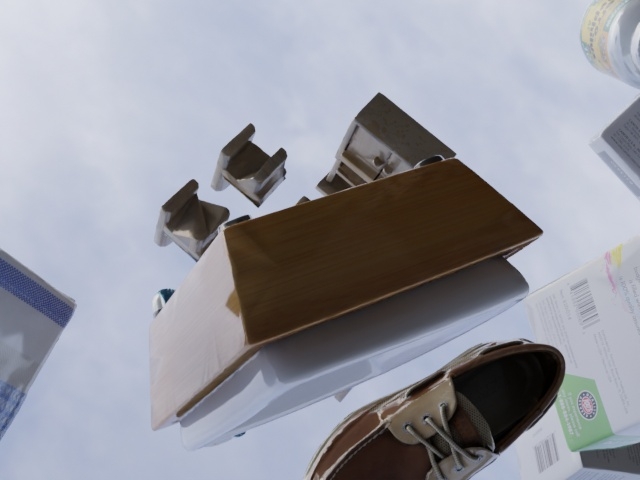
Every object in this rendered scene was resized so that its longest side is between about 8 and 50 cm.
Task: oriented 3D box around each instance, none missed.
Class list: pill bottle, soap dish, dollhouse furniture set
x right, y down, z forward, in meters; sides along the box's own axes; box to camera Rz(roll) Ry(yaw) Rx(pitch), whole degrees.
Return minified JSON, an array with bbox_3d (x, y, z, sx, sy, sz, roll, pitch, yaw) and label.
[{"bbox_3d":[0.390,-0.241,1.357,0.117,0.118,0.208,34,-168,-11],"label":"pill bottle"},{"bbox_3d":[-0.002,0.052,0.844,0.228,0.291,0.118,-19,-102,-25],"label":"soap dish"},{"bbox_3d":[0.000,0.000,1.736,0.362,0.256,0.394,39,-116,6],"label":"dollhouse furniture set"}]

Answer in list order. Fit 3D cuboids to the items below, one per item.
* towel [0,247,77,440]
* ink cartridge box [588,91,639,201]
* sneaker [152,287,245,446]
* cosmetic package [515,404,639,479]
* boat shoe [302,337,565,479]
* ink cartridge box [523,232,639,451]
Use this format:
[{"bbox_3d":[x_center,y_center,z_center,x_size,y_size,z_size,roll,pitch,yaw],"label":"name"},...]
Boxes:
[{"bbox_3d":[-0.279,0.123,0.732,0.034,0.209,0.285,24,-102,24],"label":"towel"},{"bbox_3d":[0.389,-0.101,1.042,0.181,0.224,0.056,47,176,1],"label":"ink cartridge box"},{"bbox_3d":[-0.186,0.177,1.561,0.087,0.092,0.229,-14,-100,-63],"label":"sneaker"},{"bbox_3d":[0.577,0.418,2.138,0.365,0.197,0.155,11,-128,-23],"label":"cosmetic package"},{"bbox_3d":[0.114,0.186,1.111,0.324,0.116,0.123,-35,-92,-29],"label":"boat shoe"},{"bbox_3d":[0.422,0.090,1.298,0.119,0.353,0.207,7,-120,-40],"label":"ink cartridge box"}]
